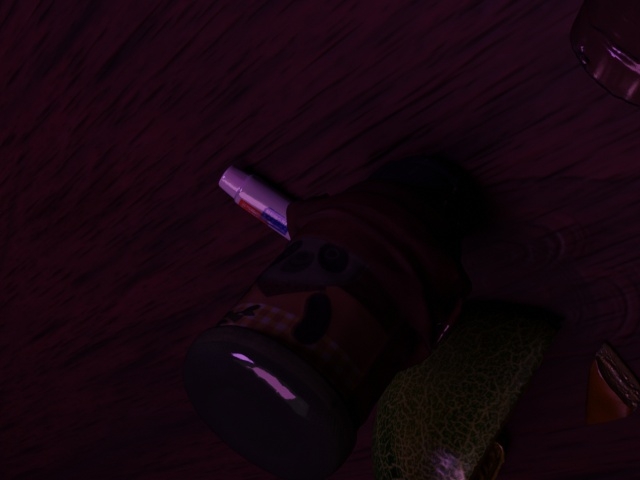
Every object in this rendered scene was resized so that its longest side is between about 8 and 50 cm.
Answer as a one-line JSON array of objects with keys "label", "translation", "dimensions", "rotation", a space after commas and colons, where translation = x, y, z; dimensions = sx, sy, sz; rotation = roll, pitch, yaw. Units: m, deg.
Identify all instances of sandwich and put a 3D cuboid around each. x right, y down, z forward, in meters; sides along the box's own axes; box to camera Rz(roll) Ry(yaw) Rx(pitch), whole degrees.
[{"label": "sandwich", "translation": [0.245, 0.127, 0.804], "dimensions": [0.044, 0.031, 0.083], "rotation": [21, 140, 31]}]

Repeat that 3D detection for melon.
[{"label": "melon", "translation": [0.099, 0.174, 0.865], "dimensions": [0.129, 0.169, 0.265], "rotation": [29, 139, 18]}]

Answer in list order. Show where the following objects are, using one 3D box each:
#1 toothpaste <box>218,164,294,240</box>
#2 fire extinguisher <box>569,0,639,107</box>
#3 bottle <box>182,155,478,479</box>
[{"label": "toothpaste", "translation": [0.000, 0.000, 0.899], "dimensions": [0.218, 0.033, 0.052], "rotation": [35, 146, 2]}, {"label": "fire extinguisher", "translation": [0.208, -0.218, 0.442], "dimensions": [0.141, 0.105, 0.341], "rotation": [30, 144, 13]}, {"label": "bottle", "translation": [0.020, 0.038, 0.717], "dimensions": [0.156, 0.271, 0.143], "rotation": [36, 143, 5]}]
